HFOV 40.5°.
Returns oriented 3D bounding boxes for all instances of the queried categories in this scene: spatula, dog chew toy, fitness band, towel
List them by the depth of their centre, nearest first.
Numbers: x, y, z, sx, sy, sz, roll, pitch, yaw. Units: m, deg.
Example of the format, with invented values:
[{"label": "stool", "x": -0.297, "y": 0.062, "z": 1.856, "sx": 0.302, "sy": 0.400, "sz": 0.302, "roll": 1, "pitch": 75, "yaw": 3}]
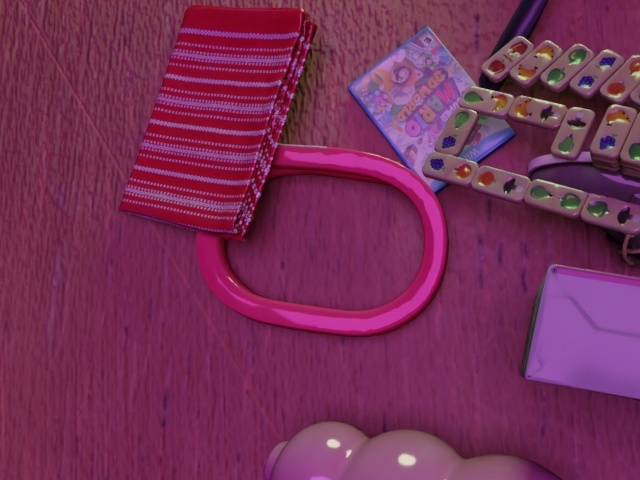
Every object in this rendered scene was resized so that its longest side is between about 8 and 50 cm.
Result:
[{"label": "dog chew toy", "x": 0.095, "y": 0.282, "z": 0.846, "sx": 0.332, "sy": 0.206, "sz": 0.206, "roll": 19, "pitch": 85, "yaw": 22}, {"label": "spatula", "x": 0.247, "y": -0.294, "z": 0.938, "sx": 0.084, "sy": 0.030, "sz": 0.296, "roll": 35, "pitch": 116, "yaw": 25}, {"label": "fitness band", "x": 0.000, "y": 0.000, "z": 0.985, "sx": 0.291, "sy": 0.054, "sz": 0.209, "roll": 7, "pitch": 85, "yaw": 14}, {"label": "towel", "x": -0.125, "y": -0.147, "z": 1.014, "sx": 0.199, "sy": 0.031, "sz": 0.274, "roll": 13, "pitch": 82, "yaw": 33}]

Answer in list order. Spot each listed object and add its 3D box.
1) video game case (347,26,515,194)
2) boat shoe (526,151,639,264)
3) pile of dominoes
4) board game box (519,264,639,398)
[{"label": "video game case", "x": 0.126, "y": -0.149, "z": 0.999, "sx": 0.119, "sy": 0.015, "sz": 0.166, "roll": -36, "pitch": 76, "yaw": 4}, {"label": "boat shoe", "x": 0.355, "y": -0.016, "z": 0.880, "sx": 0.305, "sy": 0.109, "sz": 0.091, "roll": 14, "pitch": 79, "yaw": 10}, {"label": "pile of dominoes", "x": 0.246, "y": -0.123, "z": 0.865, "sx": 0.251, "sy": 0.040, "sz": 0.196, "roll": 19, "pitch": 73, "yaw": 30}, {"label": "board game box", "x": 0.298, "y": 0.099, "z": 0.771, "sx": 0.224, "sy": 0.303, "sz": 0.097, "roll": 10, "pitch": 83, "yaw": 13}]
